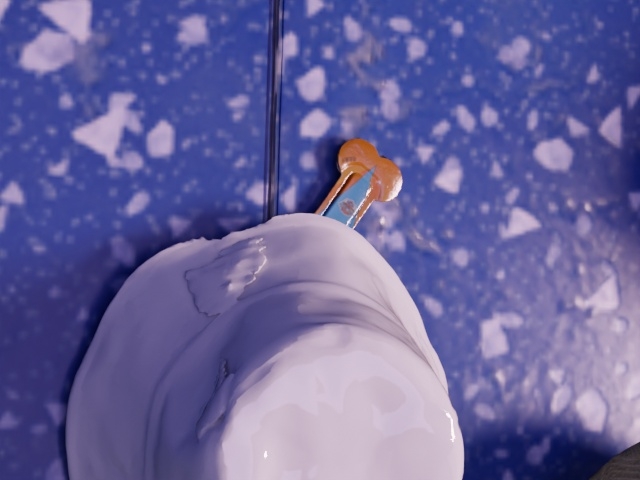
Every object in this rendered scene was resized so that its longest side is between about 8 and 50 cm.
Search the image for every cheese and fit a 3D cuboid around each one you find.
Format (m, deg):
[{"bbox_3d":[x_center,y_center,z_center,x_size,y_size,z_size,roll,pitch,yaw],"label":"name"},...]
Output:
[{"bbox_3d":[0.000,0.000,0.828,0.047,0.017,0.111,41,74,-19],"label":"cheese"}]

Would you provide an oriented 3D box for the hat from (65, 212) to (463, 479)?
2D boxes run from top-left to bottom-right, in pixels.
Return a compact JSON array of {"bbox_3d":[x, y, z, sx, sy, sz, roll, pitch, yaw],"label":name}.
[{"bbox_3d":[-0.010,0.093,0.754,0.203,0.126,0.203,-3,98,-19],"label":"hat"}]

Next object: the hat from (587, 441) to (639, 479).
[{"bbox_3d":[0.182,0.154,0.841,0.252,0.252,0.110,-7,48,-23],"label":"hat"}]
